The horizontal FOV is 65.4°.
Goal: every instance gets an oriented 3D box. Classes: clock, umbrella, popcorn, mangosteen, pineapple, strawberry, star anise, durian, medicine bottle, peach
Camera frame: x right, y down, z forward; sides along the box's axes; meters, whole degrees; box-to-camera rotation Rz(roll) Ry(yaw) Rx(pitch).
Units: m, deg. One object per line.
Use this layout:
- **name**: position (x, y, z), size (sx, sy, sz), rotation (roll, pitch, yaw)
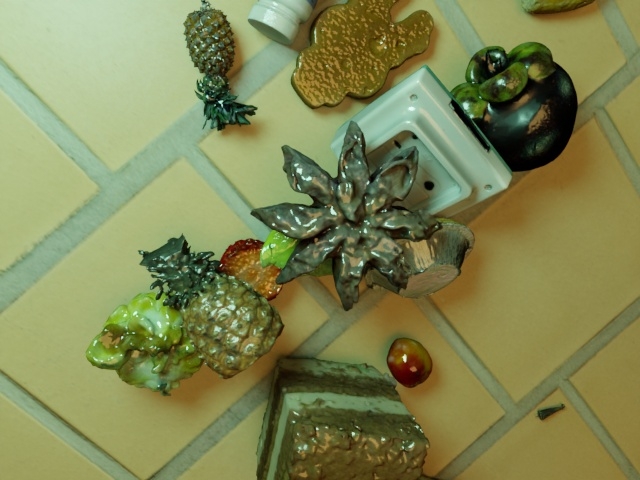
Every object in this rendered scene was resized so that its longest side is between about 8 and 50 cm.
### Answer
- **clock**: position (0.175, -0.142, 0.913), size (0.262, 0.231, 0.116), rotation (44, 49, -18)
- **umbrella**: position (0.570, 0.426, 1.237), size (0.083, 0.020, 0.031), rotation (-20, 107, -13)
- **popcorn**: position (-0.312, 0.188, 0.906), size (0.198, 0.212, 0.197), rotation (-3, 82, 20)
- **mangosteen**: position (0.357, -0.248, 0.934), size (0.243, 0.243, 0.242), rotation (-3, 103, -12)
- **pineapple**: position (-0.178, -0.306, 0.876), size (0.104, 0.083, 0.221), rotation (-12, 107, -9)
- **strawberry**: position (-0.136, 0.061, 0.965), size (0.145, 0.086, 0.144), rotation (-2, 103, -9)
- **star anise**: position (0.047, -0.034, 0.828), size (0.332, 0.117, 0.331), rotation (0, 96, -5)
- **pineapple**: position (-0.194, 0.096, 0.863), size (0.158, 0.158, 0.278), rotation (-41, 86, -1)
- **durian**: position (0.000, 0.000, 0.951), size (0.250, 0.101, 0.139), rotation (8, 75, -38)
- **medicine bottle**: position (-0.047, -0.446, 0.862), size (0.103, 0.103, 0.186), rotation (25, 96, -16)
- **peach**: position (0.191, 0.261, 1.082), size (0.101, 0.101, 0.100), rotation (-3, 103, -12)

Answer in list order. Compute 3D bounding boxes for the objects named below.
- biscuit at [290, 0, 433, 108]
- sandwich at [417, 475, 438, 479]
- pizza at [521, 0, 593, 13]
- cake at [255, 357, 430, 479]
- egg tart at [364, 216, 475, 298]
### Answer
- **biscuit**: position (0.071, -0.367, 0.938), size (0.295, 0.044, 0.186), rotation (-37, 104, -3)
- **sandwich**: position (0.283, 0.699, 1.188), size (0.186, 0.108, 0.219), rotation (20, 95, -15)
- **pizza**: position (0.445, -0.585, 0.945), size (0.189, 0.071, 0.296), rotation (-22, 117, -6)
- **cake**: position (0.022, 0.404, 0.972), size (0.256, 0.290, 0.281), rotation (10, 101, -13)
- **egg tart**: position (0.198, 0.047, 0.978), size (0.235, 0.094, 0.234), rotation (-14, 147, -9)
